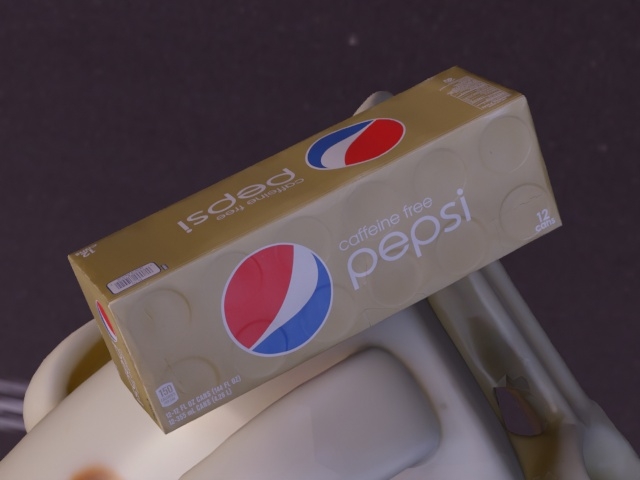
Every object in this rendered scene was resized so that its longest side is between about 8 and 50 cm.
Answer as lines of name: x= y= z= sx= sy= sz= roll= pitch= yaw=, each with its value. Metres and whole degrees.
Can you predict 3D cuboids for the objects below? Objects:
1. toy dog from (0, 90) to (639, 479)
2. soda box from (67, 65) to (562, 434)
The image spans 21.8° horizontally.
toy dog: x=-0.067 y=0.171 z=0.831 sx=0.408 sy=0.395 sz=0.284 roll=-34 pitch=95 yaw=17
soda box: x=0.000 y=0.000 z=0.646 sx=0.058 sy=0.181 sz=0.061 roll=37 pitch=151 yaw=61
